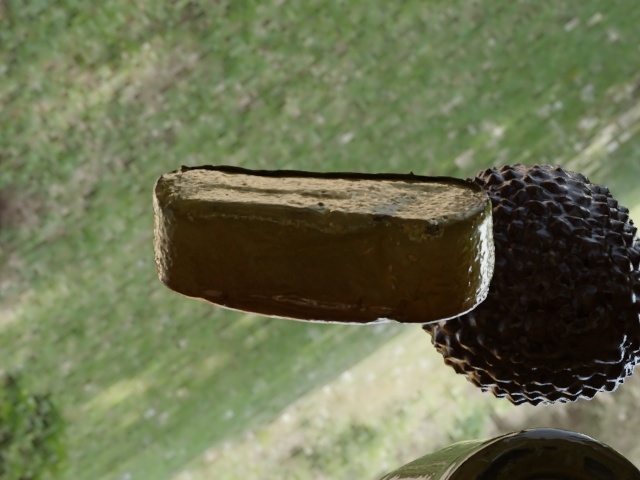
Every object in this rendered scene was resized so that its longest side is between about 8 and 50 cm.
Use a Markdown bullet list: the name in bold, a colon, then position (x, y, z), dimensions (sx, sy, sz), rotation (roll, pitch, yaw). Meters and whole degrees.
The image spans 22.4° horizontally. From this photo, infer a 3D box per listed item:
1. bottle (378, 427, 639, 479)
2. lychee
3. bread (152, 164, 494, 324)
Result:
- **bottle**: position (0.115, 0.228, 1.188), dimensions (0.171, 0.171, 0.351), rotation (-32, 179, -14)
- **lychee**: position (0.210, 0.045, 1.536), dimensions (0.236, 0.236, 0.271), rotation (-32, -150, -14)
- **bread**: position (0.000, 0.000, 1.138), dimensions (0.102, 0.245, 0.094), rotation (-69, 159, -58)
